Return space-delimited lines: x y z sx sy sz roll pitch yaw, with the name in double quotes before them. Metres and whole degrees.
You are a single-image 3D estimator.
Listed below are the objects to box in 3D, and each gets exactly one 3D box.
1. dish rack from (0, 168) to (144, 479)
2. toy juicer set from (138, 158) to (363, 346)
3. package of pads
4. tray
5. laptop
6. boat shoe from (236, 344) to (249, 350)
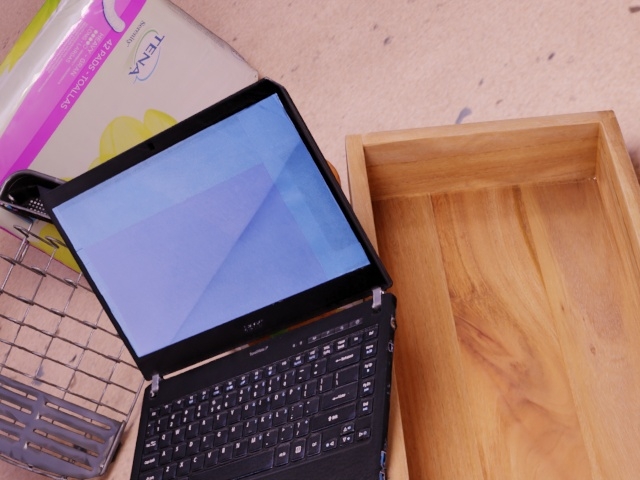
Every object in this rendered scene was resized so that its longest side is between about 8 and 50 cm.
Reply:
"dish rack" -0.251 0.087 1.445 0.208 0.074 0.271 18 80 18
"toy juicer set" 0.000 0.000 1.158 0.089 0.209 0.329 -40 -4 18
"package of pads" -0.231 -0.123 1.565 0.296 0.229 0.101 -54 36 3
"tray" 0.134 0.080 0.983 0.203 0.076 0.411 -6 44 0
"laptop" -0.081 0.071 0.957 0.234 0.136 0.264 -23 46 37
"boat shoe" -0.062 0.060 1.367 0.065 0.075 0.206 -15 20 -19
